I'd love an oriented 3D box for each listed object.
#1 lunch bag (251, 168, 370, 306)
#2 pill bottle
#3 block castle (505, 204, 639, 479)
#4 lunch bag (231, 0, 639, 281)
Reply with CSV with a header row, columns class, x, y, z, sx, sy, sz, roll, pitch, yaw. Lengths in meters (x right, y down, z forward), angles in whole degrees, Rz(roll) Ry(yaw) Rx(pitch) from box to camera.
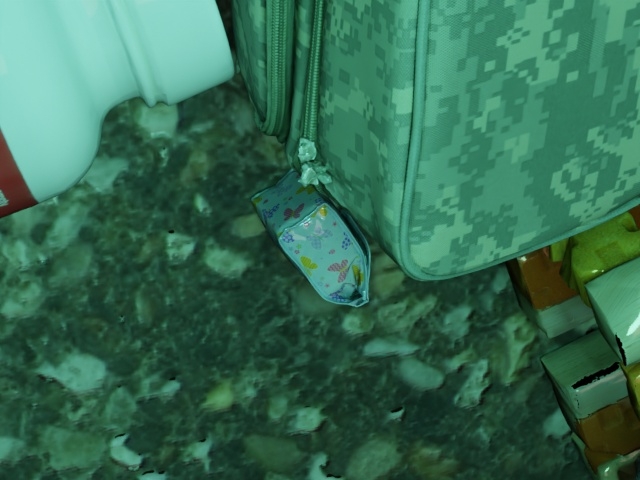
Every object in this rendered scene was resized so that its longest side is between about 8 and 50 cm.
class,x,y,z,sx,sy,sz,roll,pitch,yaw
lunch bag,0.000,0.000,1.226,0.053,0.071,0.083,-35,119,-1
pill bottle,-0.267,-0.099,1.001,0.407,0.229,0.229,-21,121,-4
block castle,0.289,0.094,1.227,0.213,0.303,0.453,-26,123,-2
lunch bag,0.058,-0.167,0.930,0.212,0.256,0.305,-19,134,-24
